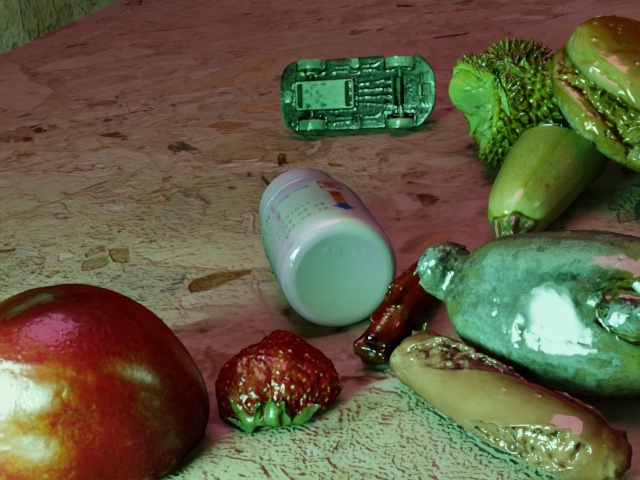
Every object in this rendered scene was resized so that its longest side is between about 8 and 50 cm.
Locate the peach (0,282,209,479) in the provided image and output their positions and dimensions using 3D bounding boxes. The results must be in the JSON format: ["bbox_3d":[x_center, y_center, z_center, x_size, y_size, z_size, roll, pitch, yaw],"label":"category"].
[{"bbox_3d":[-0.256,0.161,1.203,0.275,0.245,0.248,-3,50,-9],"label":"peach"}]

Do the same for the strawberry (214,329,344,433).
[{"bbox_3d":[-0.047,0.146,1.289,0.147,0.082,0.187,-3,18,1],"label":"strawberry"}]

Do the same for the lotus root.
[{"bbox_3d":[0.257,0.070,1.202,0.350,0.175,0.175,10,30,44],"label":"lotus root"}]

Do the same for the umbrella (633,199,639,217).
[{"bbox_3d":[0.448,-0.025,1.516,0.036,0.031,0.133,15,22,-5],"label":"umbrella"}]

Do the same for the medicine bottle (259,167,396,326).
[{"bbox_3d":[0.000,0.000,1.499,0.152,0.152,0.254,-14,22,-8],"label":"medicine bottle"}]

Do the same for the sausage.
[{"bbox_3d":[0.173,0.160,1.142,0.087,0.079,0.327,6,11,-33],"label":"sausage"}]

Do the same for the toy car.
[{"bbox_3d":[0.077,-0.274,2.144,0.306,0.136,0.125,-1,3,20],"label":"toy car"}]

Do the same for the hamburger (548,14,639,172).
[{"bbox_3d":[0.471,-0.209,1.638,0.319,0.158,0.318,23,29,-14],"label":"hamburger"}]

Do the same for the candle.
[{"bbox_3d":[0.119,0.067,1.411,0.059,0.084,0.302,32,30,13],"label":"candle"}]

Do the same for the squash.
[{"bbox_3d":[0.286,-0.075,1.586,0.137,0.137,0.287,7,30,35],"label":"squash"}]

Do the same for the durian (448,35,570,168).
[{"bbox_3d":[0.310,-0.223,1.819,0.177,0.200,0.237,-19,18,1],"label":"durian"}]
